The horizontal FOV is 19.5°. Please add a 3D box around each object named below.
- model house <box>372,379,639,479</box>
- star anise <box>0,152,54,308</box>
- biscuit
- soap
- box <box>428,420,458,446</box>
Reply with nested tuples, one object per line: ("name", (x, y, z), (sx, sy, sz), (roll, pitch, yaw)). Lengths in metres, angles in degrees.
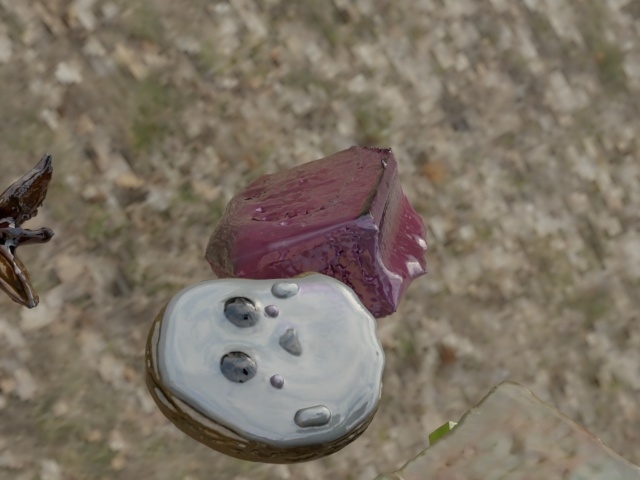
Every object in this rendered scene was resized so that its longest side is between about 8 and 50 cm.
("model house", (0.149, 0.304, 1.330), (0.312, 0.280, 0.245), (-38, 139, -24))
("star anise", (-0.311, 0.015, 1.809), (0.144, 0.140, 0.158), (65, 18, -66))
("biscuit", (-0.042, 0.099, 1.548), (0.208, 0.049, 0.181), (1, 52, -21))
("soap", (0.000, 0.000, 1.930), (0.325, 0.220, 0.127), (-62, 133, -70))
("box", (0.206, 0.359, 1.897), (0.187, 0.047, 0.335), (16, 54, -29))
